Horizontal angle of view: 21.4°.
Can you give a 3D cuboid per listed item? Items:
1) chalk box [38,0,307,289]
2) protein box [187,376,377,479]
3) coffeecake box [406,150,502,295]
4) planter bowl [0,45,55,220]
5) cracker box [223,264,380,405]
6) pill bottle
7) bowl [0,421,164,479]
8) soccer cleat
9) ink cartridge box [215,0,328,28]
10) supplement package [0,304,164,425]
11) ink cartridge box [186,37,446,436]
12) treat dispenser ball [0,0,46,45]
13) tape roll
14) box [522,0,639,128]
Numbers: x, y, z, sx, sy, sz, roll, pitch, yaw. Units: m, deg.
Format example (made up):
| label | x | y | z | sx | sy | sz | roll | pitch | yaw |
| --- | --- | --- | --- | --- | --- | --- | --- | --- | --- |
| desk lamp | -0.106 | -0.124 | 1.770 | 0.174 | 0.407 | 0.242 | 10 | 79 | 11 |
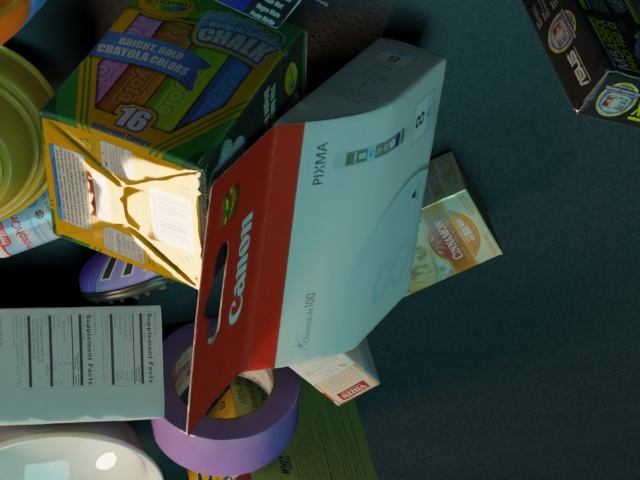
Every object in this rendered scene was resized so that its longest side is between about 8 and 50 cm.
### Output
| label | x | y | z | sx | sy | sz | roll | pitch | yaw |
| --- | --- | --- | --- | --- | --- | --- | --- | --- | --- |
| chalk box | -0.126 | -0.128 | 1.685 | 0.179 | 0.289 | 0.180 | 19 | 139 | 15 |
| protein box | -0.055 | 0.287 | 2.211 | 0.201 | 0.200 | 0.136 | 14 | 132 | -31 |
| coffeecake box | 0.104 | -0.007 | 2.029 | 0.185 | 0.068 | 0.142 | -24 | 140 | 10 |
| planter bowl | -0.367 | -0.089 | 1.701 | 0.217 | 0.090 | 0.217 | -3 | 119 | -5 |
| cracker box | -0.027 | 0.078 | 2.012 | 0.067 | 0.156 | 0.232 | -31 | 138 | 17 |
| pill bottle | -0.324 | -0.033 | 1.835 | 0.160 | 0.087 | 0.087 | -20 | 140 | 4 |
| bowl | -0.354 | 0.285 | 2.158 | 0.297 | 0.134 | 0.298 | -10 | 140 | -9 |
| soccer cleat | -0.154 | -0.031 | 1.906 | 0.318 | 0.109 | 0.116 | -24 | 112 | 21 |
| ink cartridge box | -0.135 | -0.261 | 1.539 | 0.223 | 0.224 | 0.045 | 21 | 99 | -35 |
| supplement package | -0.315 | 0.146 | 1.972 | 0.244 | 0.134 | 0.139 | 0 | 175 | -18 |
| ink cartridge box | 0.000 | 0.000 | 1.745 | 0.091 | 0.385 | 0.308 | 20 | 124 | 18 |
| treat dispenser ball | -0.347 | -0.278 | 1.387 | 0.288 | 0.288 | 0.288 | -10 | 140 | -8 |
| tape roll | -0.119 | 0.191 | 2.087 | 0.189 | 0.189 | 0.080 | -7 | 139 | -11 |
| box | 0.312 | -0.217 | 1.701 | 0.216 | 0.270 | 0.060 | 9 | 133 | -29 |
